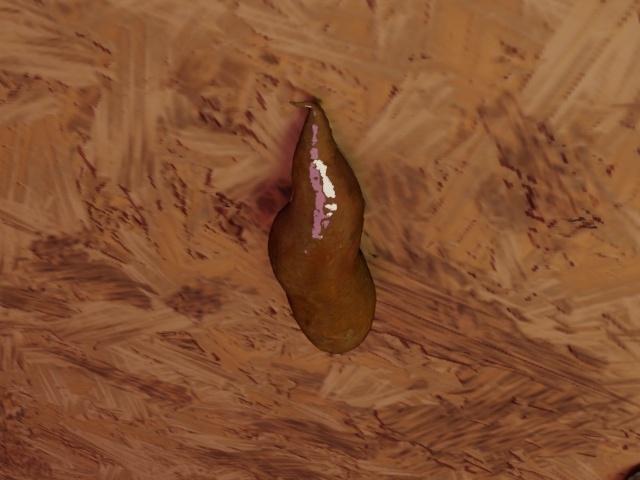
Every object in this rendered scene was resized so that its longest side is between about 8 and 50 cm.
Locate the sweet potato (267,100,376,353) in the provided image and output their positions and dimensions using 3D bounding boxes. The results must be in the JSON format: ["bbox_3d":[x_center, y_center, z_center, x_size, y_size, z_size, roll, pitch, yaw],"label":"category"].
[{"bbox_3d":[0.000,0.000,0.532,0.057,0.056,0.194,11,143,13],"label":"sweet potato"}]

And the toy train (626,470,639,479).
[{"bbox_3d":[0.233,0.231,0.776,0.052,0.051,0.233,10,149,7],"label":"toy train"}]
